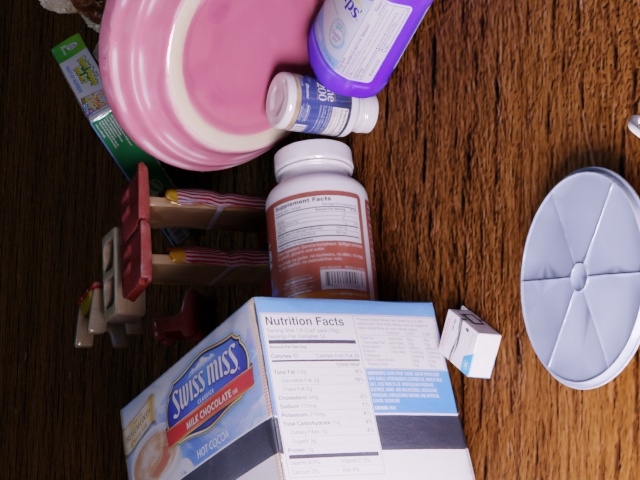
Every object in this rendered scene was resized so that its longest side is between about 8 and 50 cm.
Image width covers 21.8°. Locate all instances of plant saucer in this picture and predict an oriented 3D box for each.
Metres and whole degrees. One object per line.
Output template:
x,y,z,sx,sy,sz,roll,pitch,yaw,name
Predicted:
-0.096,-0.232,1.918,0.084,0.332,0.332,29,112,45,plant saucer

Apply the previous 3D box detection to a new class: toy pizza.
0.246,0.034,1.498,0.201,0.032,0.201,-17,71,62,toy pizza

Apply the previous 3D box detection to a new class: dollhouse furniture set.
-0.189,0.030,2.197,0.374,0.201,0.152,141,129,-63,dollhouse furniture set

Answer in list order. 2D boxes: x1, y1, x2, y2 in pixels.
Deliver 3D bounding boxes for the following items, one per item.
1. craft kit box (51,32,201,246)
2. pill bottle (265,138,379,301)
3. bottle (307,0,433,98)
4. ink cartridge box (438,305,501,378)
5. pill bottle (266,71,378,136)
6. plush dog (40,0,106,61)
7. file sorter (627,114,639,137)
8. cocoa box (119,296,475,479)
-0.280,-0.145,2.387,0.250,0.061,0.246,59,174,-38,craft kit box
0.000,0.000,1.895,0.121,0.121,0.216,-39,51,55,pill bottle
0.077,-0.289,1.826,0.283,0.092,0.118,-59,34,41,bottle
0.147,0.101,1.685,0.083,0.028,0.048,41,121,59,ink cartridge box
0.003,-0.155,1.916,0.067,0.120,0.067,-20,68,61,pill bottle
-0.255,-0.353,2.405,0.210,0.262,0.225,64,167,-11,plush dog
0.362,-0.162,1.148,0.193,0.173,0.277,50,129,54,file sorter
-0.036,0.226,1.774,0.347,0.231,0.228,-40,54,50,cocoa box
